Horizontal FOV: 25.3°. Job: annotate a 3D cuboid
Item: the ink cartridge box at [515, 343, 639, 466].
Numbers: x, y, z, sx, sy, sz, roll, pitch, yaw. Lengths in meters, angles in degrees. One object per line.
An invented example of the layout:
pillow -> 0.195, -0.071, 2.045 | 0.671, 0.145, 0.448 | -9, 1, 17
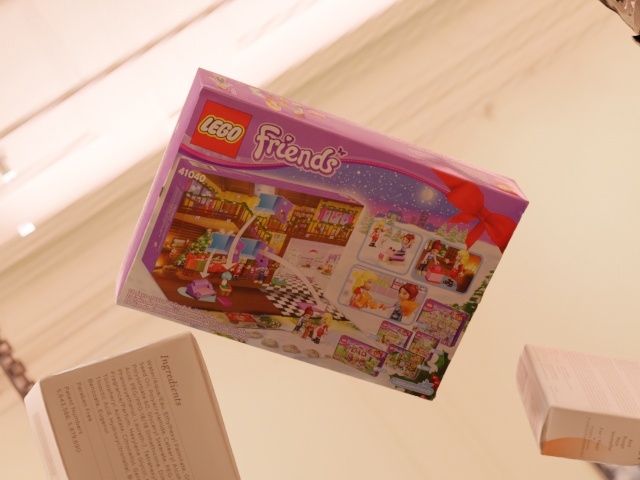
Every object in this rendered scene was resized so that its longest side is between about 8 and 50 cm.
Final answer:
ink cartridge box -> 0.245, 0.131, 1.082 | 0.145, 0.179, 0.045 | -87, 9, -76

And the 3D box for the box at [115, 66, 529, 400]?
box -> 0.000, 0.000, 1.188 | 0.057, 0.293, 0.201 | -108, 39, -65

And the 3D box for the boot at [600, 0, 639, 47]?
boot -> 0.294, -0.265, 1.327 | 0.091, 0.229, 0.263 | -41, -28, -3

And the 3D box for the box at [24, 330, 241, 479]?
box -> -0.136, 0.177, 1.064 | 0.119, 0.182, 0.181 | -17, -6, -17
